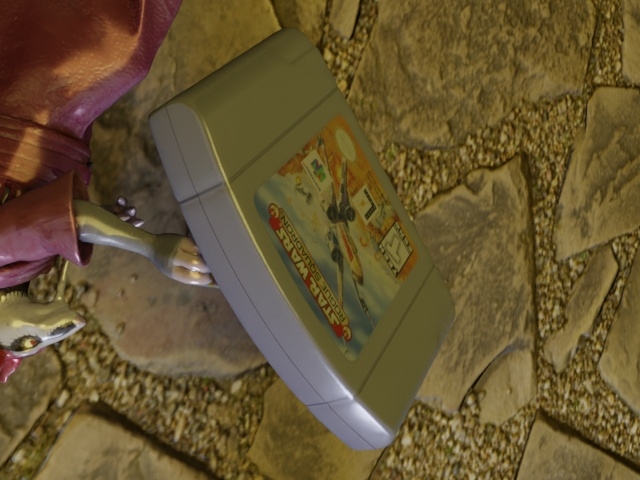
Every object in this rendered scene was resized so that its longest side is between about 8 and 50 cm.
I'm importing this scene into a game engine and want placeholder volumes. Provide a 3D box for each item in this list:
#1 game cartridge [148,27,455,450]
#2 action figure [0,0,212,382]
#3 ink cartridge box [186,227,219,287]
[{"bbox_3d":[0.000,0.000,0.624,0.297,0.062,0.198,60,33,-16],"label":"game cartridge"},{"bbox_3d":[-0.229,-0.072,0.624,0.276,0.248,0.370,18,75,-29],"label":"action figure"},{"bbox_3d":[-0.037,0.017,0.778,0.128,0.175,0.072,9,85,-31],"label":"ink cartridge box"}]
